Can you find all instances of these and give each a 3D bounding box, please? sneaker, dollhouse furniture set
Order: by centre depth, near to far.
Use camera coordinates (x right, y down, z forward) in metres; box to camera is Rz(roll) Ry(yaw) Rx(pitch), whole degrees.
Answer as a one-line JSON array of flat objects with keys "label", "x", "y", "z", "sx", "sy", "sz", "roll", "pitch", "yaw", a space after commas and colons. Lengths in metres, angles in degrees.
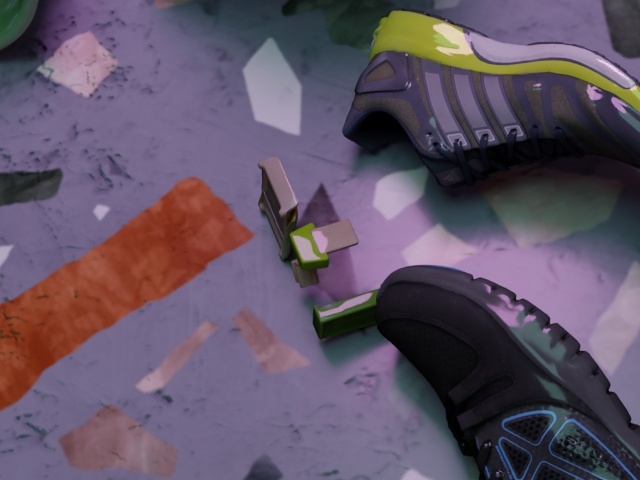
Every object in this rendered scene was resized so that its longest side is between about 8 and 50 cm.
[{"label": "sneaker", "x": 0.145, "y": 0.146, "z": 0.767, "sx": 0.140, "sy": 0.125, "sz": 0.341, "roll": -44, "pitch": 61, "yaw": -11}, {"label": "sneaker", "x": 0.145, "y": -0.090, "z": 0.903, "sx": 0.300, "sy": 0.111, "sz": 0.121, "roll": 21, "pitch": 79, "yaw": 40}, {"label": "dollhouse furniture set", "x": 0.000, "y": 0.000, "z": 0.912, "sx": 0.059, "sy": 0.076, "sz": 0.151, "roll": -17, "pitch": 61, "yaw": -12}]

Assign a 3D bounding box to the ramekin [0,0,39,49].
[{"label": "ramekin", "x": -0.385, "y": -0.321, "z": 1.041, "sx": 0.304, "sy": 0.303, "sz": 0.148, "roll": 3, "pitch": 56, "yaw": 14}]
